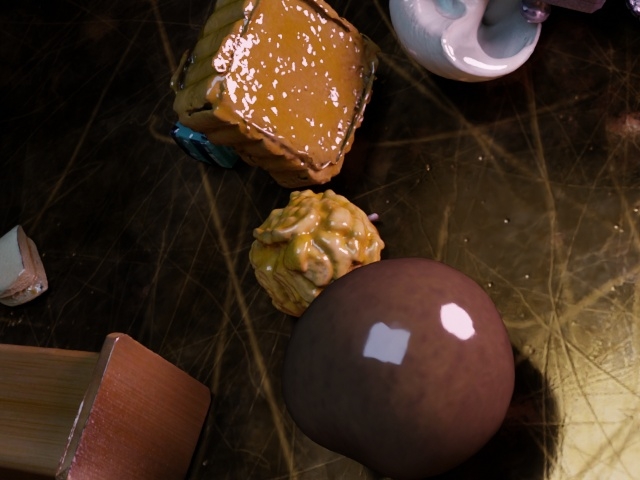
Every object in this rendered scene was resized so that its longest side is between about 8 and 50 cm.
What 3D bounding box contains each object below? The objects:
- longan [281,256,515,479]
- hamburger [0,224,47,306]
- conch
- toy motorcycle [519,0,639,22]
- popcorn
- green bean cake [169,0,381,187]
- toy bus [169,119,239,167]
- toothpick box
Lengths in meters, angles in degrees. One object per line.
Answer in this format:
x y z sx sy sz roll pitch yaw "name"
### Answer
0.079 0.137 1.259 0.248 0.248 0.248 -12 59 21 "longan"
-0.438 0.042 1.681 0.084 0.054 0.121 -34 51 12 "hamburger"
0.181 -0.282 1.498 0.185 0.121 0.221 -6 63 8 "conch"
0.305 -0.356 1.447 0.307 0.108 0.173 15 68 0 "toy motorcycle"
-0.014 0.013 1.408 0.163 0.140 0.194 -42 20 9 "popcorn"
-0.055 -0.203 1.508 0.131 0.224 0.229 -9 54 54 "green bean cake"
-0.121 -0.179 1.622 0.092 0.079 0.160 27 76 34 "toy bus"
-0.327 0.220 1.451 0.308 0.190 0.187 1 65 33 "toothpick box"
